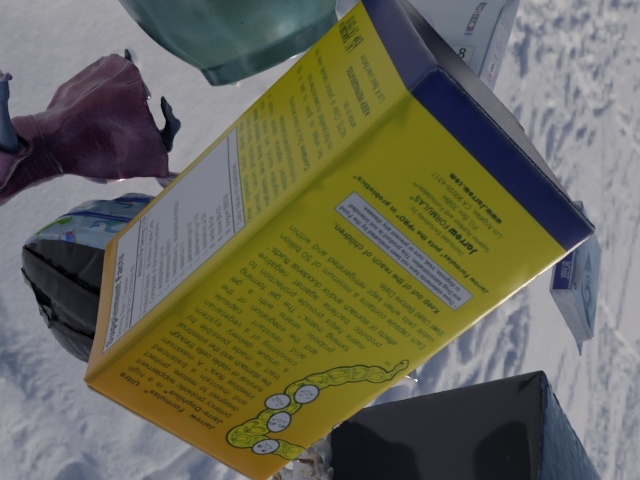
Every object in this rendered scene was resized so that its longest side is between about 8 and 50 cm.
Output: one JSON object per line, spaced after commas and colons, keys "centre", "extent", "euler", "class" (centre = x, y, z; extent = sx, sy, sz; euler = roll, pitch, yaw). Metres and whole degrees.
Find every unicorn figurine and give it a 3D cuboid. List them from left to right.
{"centre": [-0.015, 0.238, 0.896], "extent": [0.111, 0.060, 0.161], "euler": [-104, -163, -48], "class": "unicorn figurine"}

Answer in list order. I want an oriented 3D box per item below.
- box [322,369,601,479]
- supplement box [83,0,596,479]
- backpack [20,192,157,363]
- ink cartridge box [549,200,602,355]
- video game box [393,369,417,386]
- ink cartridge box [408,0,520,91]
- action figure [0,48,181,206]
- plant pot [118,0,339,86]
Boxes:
{"centre": [0.174, 0.340, 0.972], "extent": [0.294, 0.296, 0.182], "euler": [57, 32, -23], "class": "box"}
{"centre": [0.000, 0.000, 0.686], "extent": [0.195, 0.356, 0.194], "euler": [39, 21, -28], "class": "supplement box"}
{"centre": [-0.235, 0.072, 1.123], "extent": [0.273, 0.356, 0.290], "euler": [-64, 150, -49], "class": "backpack"}
{"centre": [0.511, 0.076, 1.612], "extent": [0.224, 0.045, 0.223], "euler": [54, 43, -39], "class": "ink cartridge box"}
{"centre": [0.041, 0.132, 1.204], "extent": [0.048, 0.205, 0.187], "euler": [32, 49, -44], "class": "video game box"}
{"centre": [0.162, -0.309, 1.084], "extent": [0.066, 0.189, 0.232], "euler": [22, 83, -55], "class": "ink cartridge box"}
{"centre": [-0.400, -0.127, 1.181], "extent": [0.370, 0.248, 0.275], "euler": [-29, 112, -15], "class": "action figure"}
{"centre": [-0.092, -0.302, 0.963], "extent": [0.196, 0.293, 0.293], "euler": [66, 32, -20], "class": "plant pot"}
